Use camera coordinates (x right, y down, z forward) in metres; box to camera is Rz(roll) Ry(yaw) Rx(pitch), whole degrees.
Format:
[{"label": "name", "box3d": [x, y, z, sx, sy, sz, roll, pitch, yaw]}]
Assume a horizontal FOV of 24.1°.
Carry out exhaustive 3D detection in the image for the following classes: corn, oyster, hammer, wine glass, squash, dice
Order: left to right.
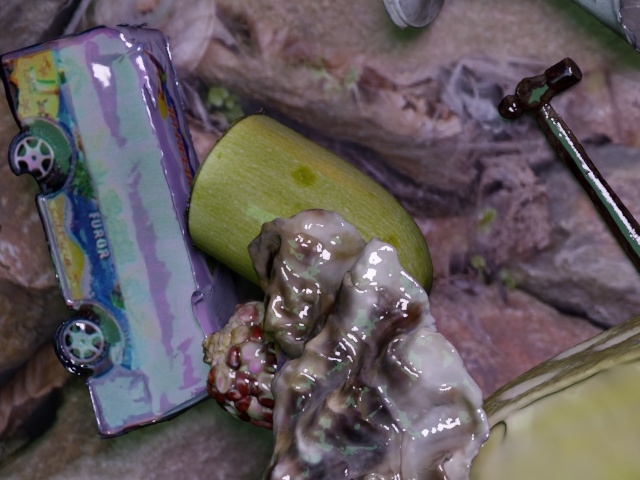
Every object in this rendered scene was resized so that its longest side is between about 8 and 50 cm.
[{"label": "oyster", "box3d": [-0.006, 0.165, 0.942, 0.238, 0.115, 0.351, 28, 99, 59]}, {"label": "squash", "box3d": [0.000, 0.000, 1.097, 0.187, 0.123, 0.123, 33, 114, 20]}, {"label": "corn", "box3d": [0.044, 0.129, 1.090, 0.281, 0.092, 0.092, 24, 111, 7]}, {"label": "wine glass", "box3d": [0.139, -0.182, 0.996, 0.183, 0.122, 0.122, 7, 103, 34]}, {"label": "hammer", "box3d": [0.193, -0.041, 1.038, 0.065, 0.021, 0.178, -37, 82, 28]}, {"label": "dice", "box3d": [0.245, 0.161, 0.931, 0.233, 0.227, 0.238, -26, 86, 30]}]

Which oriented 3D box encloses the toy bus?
[{"label": "toy bus", "box3d": [-0.151, -0.010, 1.189, 0.138, 0.112, 0.316, -15, 93, 20]}]
